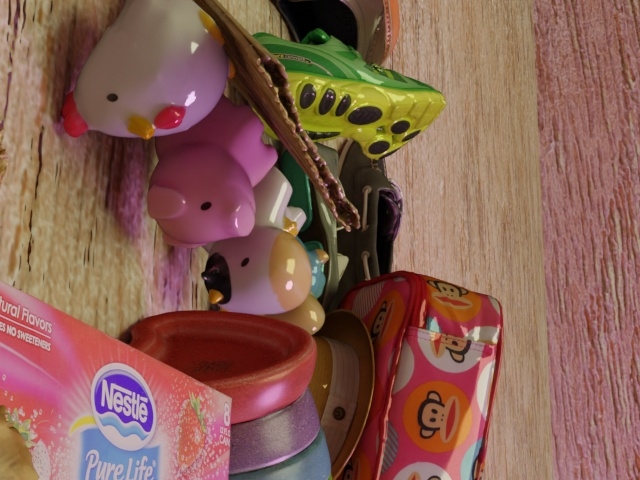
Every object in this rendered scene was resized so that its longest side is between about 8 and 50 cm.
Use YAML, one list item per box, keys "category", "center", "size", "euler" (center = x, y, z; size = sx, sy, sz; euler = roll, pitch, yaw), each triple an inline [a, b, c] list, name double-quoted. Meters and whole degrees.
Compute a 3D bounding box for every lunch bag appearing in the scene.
- category: "lunch bag"
  center: [0.060, 0.181, 1.185]
  size: [0.258, 0.120, 0.293]
  euler: [158, -54, -70]

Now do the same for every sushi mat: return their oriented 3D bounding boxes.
- category: "sushi mat"
  center: [-0.056, -0.132, 0.952]
  size: [0.151, 0.019, 0.316]
  euler: [63, -5, -34]

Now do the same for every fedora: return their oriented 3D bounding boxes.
- category: "fedora"
  center: [-0.029, 0.144, 1.108]
  size: [0.079, 0.194, 0.194]
  euler: [24, 55, -24]

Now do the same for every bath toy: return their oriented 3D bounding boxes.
- category: "bath toy"
  center: [-0.090, -0.040, 0.971]
  size: [0.151, 0.129, 0.348]
  euler: [44, -13, 37]

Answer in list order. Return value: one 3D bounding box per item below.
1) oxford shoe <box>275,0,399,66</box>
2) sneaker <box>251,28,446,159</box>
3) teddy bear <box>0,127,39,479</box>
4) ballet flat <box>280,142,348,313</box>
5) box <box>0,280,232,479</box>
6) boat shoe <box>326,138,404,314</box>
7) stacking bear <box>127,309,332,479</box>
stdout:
- category: "oxford shoe"
  center: [0.006, -0.321, 1.306]
  size: [0.133, 0.130, 0.364]
  euler: [-61, 143, -48]
- category: "sneaker"
  center: [0.029, -0.161, 1.276]
  size: [0.295, 0.109, 0.123]
  euler: [6, 52, -54]
- category: "teddy bear"
  center: [-0.238, -0.010, 0.441]
  size: [0.338, 0.113, 0.245]
  euler: [52, 48, -17]
- category: "ballet flat"
  center: [0.000, 0.000, 1.271]
  size: [0.068, 0.072, 0.213]
  euler: [8, 74, -39]
- category: "box"
  center: [-0.168, 0.126, 0.651]
  size: [0.300, 0.142, 0.154]
  euler: [45, 43, -62]
- category: "boat shoe"
  center: [0.060, 0.005, 1.424]
  size: [0.335, 0.095, 0.112]
  euler: [-76, 154, -43]
- category: "stacking bear"
  center: [-0.070, 0.216, 0.917]
  size: [0.175, 0.164, 0.289]
  euler: [-41, 129, -67]
